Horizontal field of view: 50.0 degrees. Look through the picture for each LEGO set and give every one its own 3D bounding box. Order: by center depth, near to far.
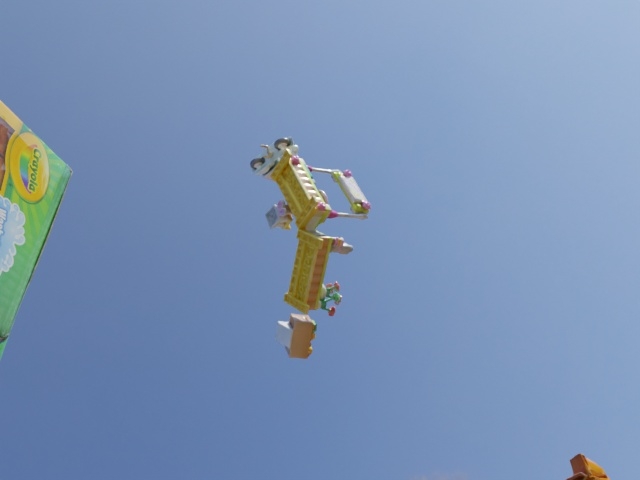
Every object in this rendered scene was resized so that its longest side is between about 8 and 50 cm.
[{"bbox_3d":[0.000,0.000,0.873,0.107,0.132,0.287,2,-111,-39],"label":"LEGO set"}]

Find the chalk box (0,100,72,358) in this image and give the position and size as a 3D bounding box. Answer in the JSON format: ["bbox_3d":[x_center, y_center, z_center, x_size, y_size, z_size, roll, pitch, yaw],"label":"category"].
[{"bbox_3d":[-0.308,-0.015,0.470,0.179,0.180,0.289,-21,-46,19],"label":"chalk box"}]

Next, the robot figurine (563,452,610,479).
[{"bbox_3d":[0.338,0.327,0.670,0.291,0.211,0.085,30,-129,-1],"label":"robot figurine"}]
